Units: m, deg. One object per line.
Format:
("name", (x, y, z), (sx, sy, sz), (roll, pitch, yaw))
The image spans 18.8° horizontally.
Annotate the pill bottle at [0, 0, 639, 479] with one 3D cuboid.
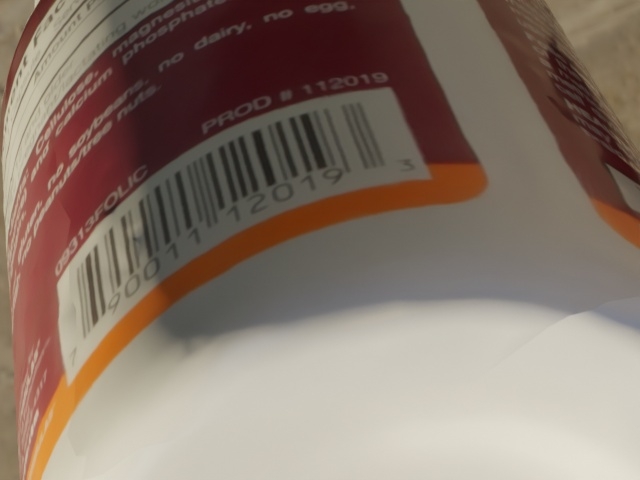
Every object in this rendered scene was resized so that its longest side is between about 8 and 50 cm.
("pill bottle", (0.000, 0.000, 0.686), (0.224, 0.392, 0.224), (-5, 122, -8))
